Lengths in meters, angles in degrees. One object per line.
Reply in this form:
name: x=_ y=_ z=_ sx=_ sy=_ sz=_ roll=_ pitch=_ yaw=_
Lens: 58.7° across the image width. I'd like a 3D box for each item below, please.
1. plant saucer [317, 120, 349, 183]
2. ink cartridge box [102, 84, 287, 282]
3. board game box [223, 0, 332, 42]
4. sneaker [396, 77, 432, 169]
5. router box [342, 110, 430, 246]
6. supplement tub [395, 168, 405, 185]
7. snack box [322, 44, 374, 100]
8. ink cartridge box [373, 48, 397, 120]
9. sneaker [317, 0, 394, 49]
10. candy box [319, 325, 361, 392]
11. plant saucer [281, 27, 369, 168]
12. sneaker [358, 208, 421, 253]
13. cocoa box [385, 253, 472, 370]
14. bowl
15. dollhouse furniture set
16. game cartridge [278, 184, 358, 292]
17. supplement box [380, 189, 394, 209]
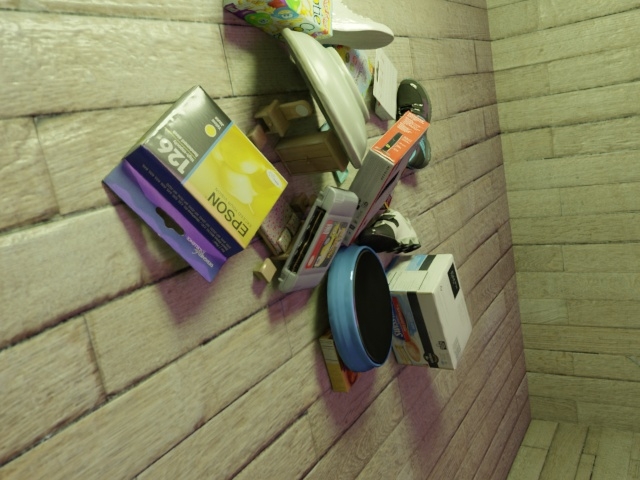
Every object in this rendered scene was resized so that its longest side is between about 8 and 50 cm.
plant saucer: x=0.039 y=-0.272 z=1.746 sx=0.067 sy=0.018 sz=0.192 roll=-54 pitch=130 yaw=-44
ink cartridge box: x=-0.243 y=-0.124 z=1.199 sx=0.304 sy=0.072 sz=0.307 roll=48 pitch=46 yaw=-25
board game box: x=-0.099 y=-0.616 z=1.439 sx=0.275 sy=0.144 sz=0.142 roll=5 pitch=84 yaw=-56
sneaker: x=0.338 y=-0.433 z=2.117 sx=0.139 sy=0.125 sz=0.341 roll=-17 pitch=100 yaw=-51
router box: x=0.173 y=-0.186 z=1.703 sx=0.301 sy=0.082 sz=0.335 roll=-48 pitch=169 yaw=-47
supplement tub: x=0.235 y=-0.263 z=1.953 sx=0.190 sy=0.117 sz=0.117 roll=-58 pitch=134 yaw=-41
snack box: x=0.084 y=-0.551 z=1.783 sx=0.207 sy=0.070 sz=0.175 roll=52 pitch=46 yaw=-44
ink cartridge box: x=0.204 y=-0.540 z=1.955 sx=0.232 sy=0.066 sz=0.189 roll=18 pitch=74 yaw=-60
sneaker: x=0.080 y=-0.660 z=1.662 sx=0.292 sy=0.108 sz=0.169 roll=-3 pitch=74 yaw=-30
candy box: x=0.062 y=0.346 z=1.709 sx=0.109 sy=0.053 sz=0.187 roll=-40 pitch=122 yaw=-52
plant saucer: x=0.036 y=-0.380 z=1.476 sx=0.401 sy=0.100 sz=0.400 roll=61 pitch=5 yaw=-9
sneaker: x=0.218 y=-0.038 z=1.937 sx=0.330 sy=0.122 sz=0.146 roll=7 pitch=64 yaw=-55
cocoa box: x=0.370 y=0.250 z=2.024 sx=0.231 sy=0.227 sz=0.347 roll=-50 pitch=128 yaw=-45
bowl: x=0.134 y=0.203 z=1.739 sx=0.391 sy=0.077 sz=0.391 roll=-9 pitch=90 yaw=-66
dollhouse furniture set: x=-0.085 y=-0.126 z=1.405 sx=0.303 sy=0.173 sz=0.356 roll=57 pitch=43 yaw=-37
game cartridge: x=0.000 y=0.000 z=1.499 sx=0.294 sy=0.060 sz=0.196 roll=-64 pitch=163 yaw=11
supplement box: x=0.214 y=-0.149 z=1.970 sx=0.043 sy=0.055 sz=0.083 roll=54 pitch=45 yaw=-41
